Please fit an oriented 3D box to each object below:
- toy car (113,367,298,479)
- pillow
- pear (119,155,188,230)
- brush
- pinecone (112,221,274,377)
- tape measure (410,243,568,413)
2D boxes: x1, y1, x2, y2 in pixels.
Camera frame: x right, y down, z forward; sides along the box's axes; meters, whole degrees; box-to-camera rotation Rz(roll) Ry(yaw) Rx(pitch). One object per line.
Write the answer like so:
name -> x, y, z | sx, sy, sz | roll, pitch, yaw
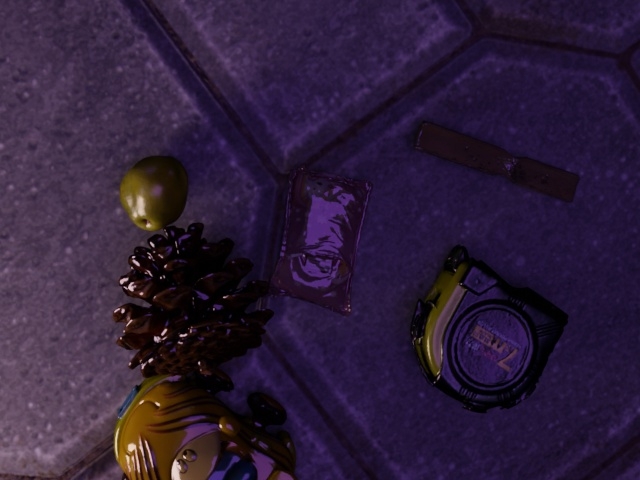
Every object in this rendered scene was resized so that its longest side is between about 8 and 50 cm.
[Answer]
toy car -> -0.145, 0.279, 1.511 | 0.248, 0.142, 0.200 | 30, 93, -14
pillow -> 0.000, 0.000, 1.542 | 0.118, 0.043, 0.185 | 11, 94, -6
pear -> -0.208, -0.063, 1.473 | 0.092, 0.092, 0.097 | 32, 52, -14
brush -> 0.235, -0.106, 1.572 | 0.248, 0.036, 0.043 | 16, 101, -19
pinecone -> -0.164, 0.074, 1.450 | 0.208, 0.208, 0.207 | -2, 100, -10
tape measure -> 0.209, 0.127, 1.568 | 0.199, 0.112, 0.186 | 31, 86, -8
